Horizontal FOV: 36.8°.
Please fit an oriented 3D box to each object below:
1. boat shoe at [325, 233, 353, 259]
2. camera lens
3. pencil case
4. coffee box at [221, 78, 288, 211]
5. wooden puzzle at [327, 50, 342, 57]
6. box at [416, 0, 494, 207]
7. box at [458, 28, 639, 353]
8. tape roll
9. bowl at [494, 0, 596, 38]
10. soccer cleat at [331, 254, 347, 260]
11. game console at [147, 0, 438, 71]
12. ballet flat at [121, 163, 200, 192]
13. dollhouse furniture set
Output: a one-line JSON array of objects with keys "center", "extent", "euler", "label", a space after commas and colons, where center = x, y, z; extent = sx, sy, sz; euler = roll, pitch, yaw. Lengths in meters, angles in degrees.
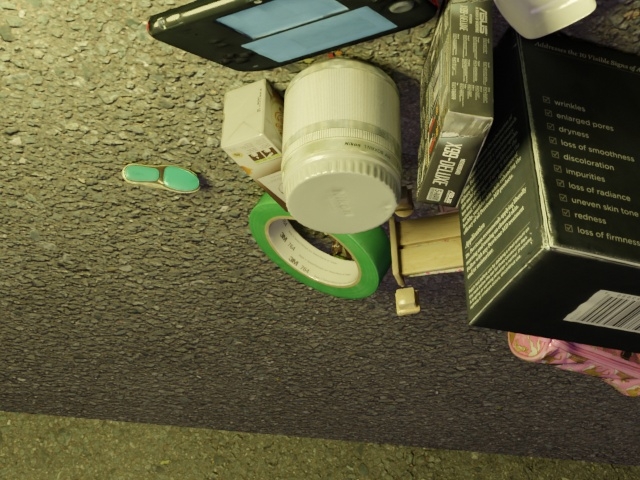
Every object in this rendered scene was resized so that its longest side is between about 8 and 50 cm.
[{"center": [0.048, -0.029, 2.166], "extent": [0.095, 0.095, 0.257], "euler": [3, 148, 8], "label": "boat shoe"}, {"center": [0.039, -0.178, 1.764], "extent": [0.220, 0.274, 0.219], "euler": [1, 147, 1], "label": "camera lens"}, {"center": [0.606, 0.243, 2.211], "extent": [0.386, 0.160, 0.167], "euler": [20, 145, -28], "label": "pencil case"}, {"center": [-0.086, -0.181, 1.888], "extent": [0.098, 0.141, 0.246], "euler": [-16, 143, 24], "label": "coffee box"}, {"center": [0.018, -0.359, 1.729], "extent": [0.049, 0.006, 0.083], "euler": [-17, 143, 26], "label": "wooden puzzle"}, {"center": [0.224, -0.250, 1.619], "extent": [0.077, 0.307, 0.242], "euler": [8, 146, -3], "label": "box"}, {"center": [0.518, -0.076, 1.727], "extent": [0.480, 0.471, 0.297], "euler": [11, 147, -15], "label": "box"}, {"center": [0.000, 0.000, 2.102], "extent": [0.321, 0.077, 0.321], "euler": [24, 151, 15], "label": "tape roll"}, {"center": [0.370, -0.411, 1.596], "extent": [0.142, 0.053, 0.142], "euler": [-23, 140, 31], "label": "bowl"}, {"center": [0.044, 0.100, 2.382], "extent": [0.060, 0.072, 0.179], "euler": [-1, 147, 3], "label": "soccer cleat"}, {"center": [-0.031, -0.356, 1.534], "extent": [0.387, 0.060, 0.342], "euler": [-13, 178, 23], "label": "game console"}, {"center": [-0.340, -0.136, 2.061], "extent": [0.168, 0.057, 0.052], "euler": [11, 174, -9], "label": "ballet flat"}, {"center": [0.308, 0.002, 1.963], "extent": [0.303, 0.355, 0.173], "euler": [-9, 147, 14], "label": "dollhouse furniture set"}]
